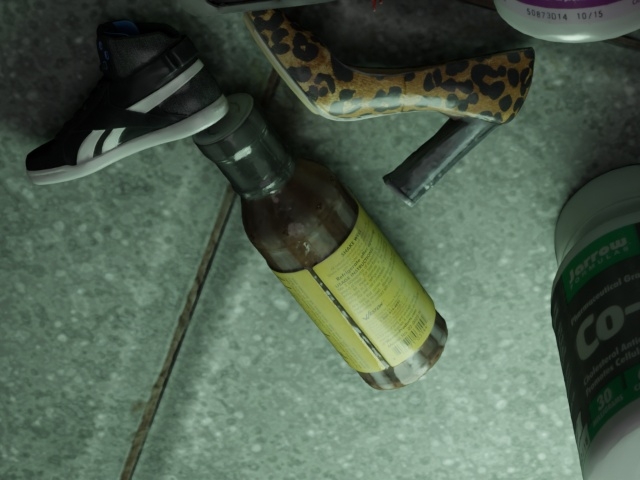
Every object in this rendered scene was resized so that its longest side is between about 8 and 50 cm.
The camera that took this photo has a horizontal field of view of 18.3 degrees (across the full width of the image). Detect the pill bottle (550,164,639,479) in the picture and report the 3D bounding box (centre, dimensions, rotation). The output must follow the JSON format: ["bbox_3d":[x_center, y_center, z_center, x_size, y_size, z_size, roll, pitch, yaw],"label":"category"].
[{"bbox_3d":[0.324,0.100,1.857,0.204,0.361,0.204,-1,127,-2],"label":"pill bottle"}]

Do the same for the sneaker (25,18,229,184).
[{"bbox_3d":[-0.199,-0.138,1.846,0.217,0.079,0.121,-19,107,23],"label":"sneaker"}]

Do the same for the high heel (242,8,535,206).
[{"bbox_3d":[0.065,-0.178,1.828,0.186,0.093,0.261,-44,110,6],"label":"high heel"}]

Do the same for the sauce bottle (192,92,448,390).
[{"bbox_3d":[0.000,0.000,1.925,0.111,0.111,0.344,-26,124,16],"label":"sauce bottle"}]

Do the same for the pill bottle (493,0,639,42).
[{"bbox_3d":[0.208,-0.330,1.647,0.169,0.169,0.302,-10,127,5],"label":"pill bottle"}]

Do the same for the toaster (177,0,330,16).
[{"bbox_3d":[-0.059,-0.277,1.559,0.185,0.110,0.168,-3,132,24],"label":"toaster"}]

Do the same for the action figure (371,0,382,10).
[{"bbox_3d":[0.079,-0.290,1.634,0.091,0.280,0.139,-28,91,-20],"label":"action figure"}]
